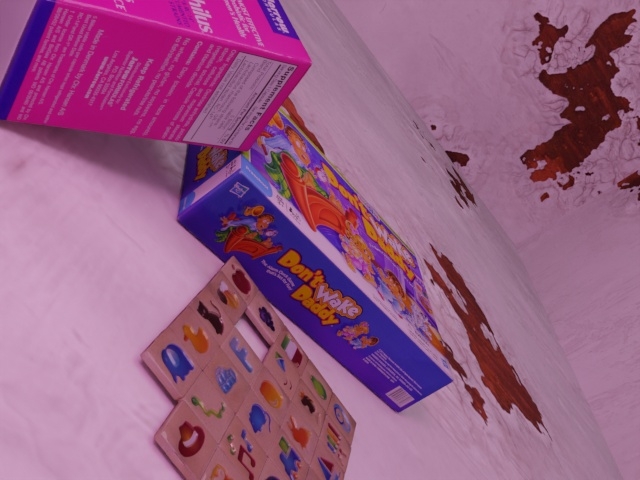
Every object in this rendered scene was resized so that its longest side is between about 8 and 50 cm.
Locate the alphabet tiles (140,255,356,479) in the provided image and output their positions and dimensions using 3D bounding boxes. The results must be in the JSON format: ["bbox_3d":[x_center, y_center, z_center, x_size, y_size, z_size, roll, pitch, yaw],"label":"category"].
[{"bbox_3d":[-0.045,0.129,0.544,0.198,0.009,0.237,55,19,-9],"label":"alphabet tiles"}]

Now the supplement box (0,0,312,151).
[{"bbox_3d":[-0.134,-0.153,0.540,0.220,0.114,0.111,2,52,-44],"label":"supplement box"}]

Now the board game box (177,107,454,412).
[{"bbox_3d":[0.000,0.000,0.781,0.347,0.078,0.233,45,21,-30],"label":"board game box"}]
